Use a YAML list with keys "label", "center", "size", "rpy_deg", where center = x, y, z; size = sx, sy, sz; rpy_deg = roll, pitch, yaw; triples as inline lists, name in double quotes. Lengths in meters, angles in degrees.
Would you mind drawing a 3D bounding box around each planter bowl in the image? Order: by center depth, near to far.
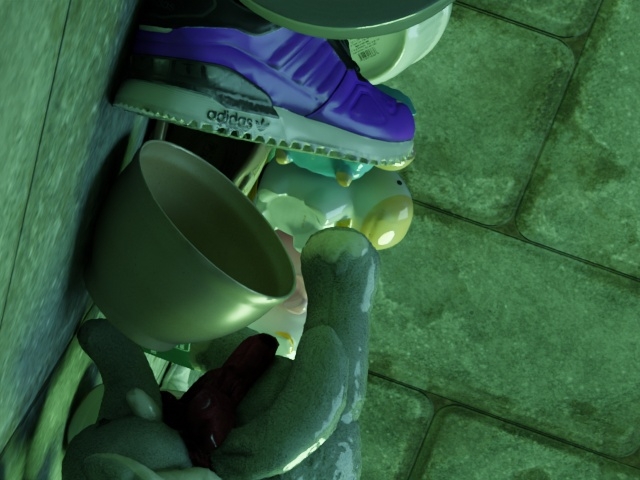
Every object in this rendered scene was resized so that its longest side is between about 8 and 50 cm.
- label: "planter bowl"
  center: [-0.114, 0.017, 1.249]
  size: [0.109, 0.162, 0.162]
  rpy_deg: [-43, -172, 19]

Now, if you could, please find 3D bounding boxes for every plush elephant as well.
- label: "plush elephant"
  center: [-0.110, 0.165, 1.352]
  size: [0.272, 0.255, 0.330]
  rpy_deg: [-32, -124, 52]

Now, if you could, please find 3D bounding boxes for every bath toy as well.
- label: "bath toy"
  center: [0.000, 0.000, 1.605]
  size: [0.348, 0.151, 0.129]
  rpy_deg: [111, 6, -47]

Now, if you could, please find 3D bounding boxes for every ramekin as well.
- label: "ramekin"
  center: [0.047, -0.285, 1.949]
  size: [0.109, 0.207, 0.207]
  rpy_deg: [-54, 166, -52]

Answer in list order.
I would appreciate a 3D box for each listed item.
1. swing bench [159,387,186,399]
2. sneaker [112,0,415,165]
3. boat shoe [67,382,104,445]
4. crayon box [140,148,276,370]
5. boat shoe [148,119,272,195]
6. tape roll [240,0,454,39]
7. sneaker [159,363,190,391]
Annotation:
- label: "swing bench"
  center: [-0.161, 0.294, 1.764]
  size: [0.165, 0.255, 0.253]
  rpy_deg: [23, -87, 49]
- label: "sneaker"
  center: [-0.018, -0.141, 1.207]
  size: [0.293, 0.102, 0.146]
  rpy_deg: [8, 94, -50]
- label: "boat shoe"
  center: [-0.146, 0.234, 1.555]
  size: [0.098, 0.096, 0.277]
  rpy_deg: [-54, 141, -19]
- label: "crayon box"
  center: [-0.103, -0.054, 1.627]
  size: [0.203, 0.083, 0.323]
  rpy_deg: [106, 5, -66]
- label: "boat shoe"
  center: [-0.064, -0.134, 1.314]
  size: [0.110, 0.122, 0.341]
  rpy_deg: [-69, 179, -58]
- label: "tape roll"
  center: [0.017, -0.240, 1.033]
  size: [0.072, 0.219, 0.219]
  rpy_deg: [11, 98, -88]
- label: "sneaker"
  center: [-0.198, 0.227, 2.195]
  size: [0.053, 0.061, 0.152]
  rpy_deg: [105, 3, -46]
